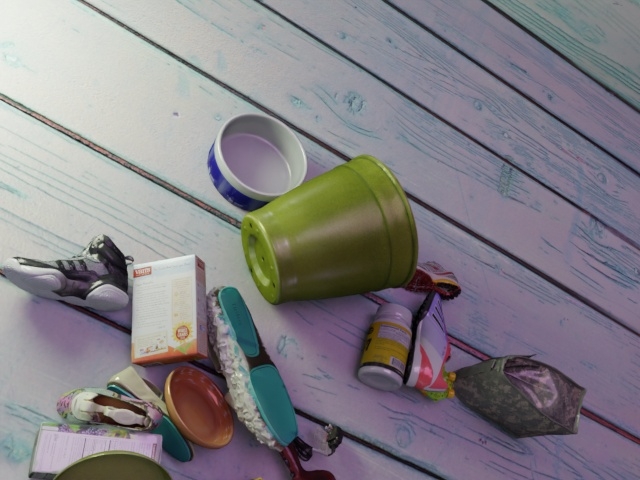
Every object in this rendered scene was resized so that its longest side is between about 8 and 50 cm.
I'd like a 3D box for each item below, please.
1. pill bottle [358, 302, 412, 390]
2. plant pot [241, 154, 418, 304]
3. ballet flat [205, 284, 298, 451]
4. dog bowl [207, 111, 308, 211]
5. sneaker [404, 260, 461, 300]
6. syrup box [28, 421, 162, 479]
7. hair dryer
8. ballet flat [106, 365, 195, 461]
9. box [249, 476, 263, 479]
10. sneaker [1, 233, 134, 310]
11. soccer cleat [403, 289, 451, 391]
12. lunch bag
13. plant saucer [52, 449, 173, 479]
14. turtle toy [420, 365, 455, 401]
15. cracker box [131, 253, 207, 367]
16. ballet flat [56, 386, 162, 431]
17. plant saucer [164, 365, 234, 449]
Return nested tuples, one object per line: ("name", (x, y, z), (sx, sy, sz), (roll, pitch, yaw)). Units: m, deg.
("pill bottle", (0.179, 0.281, 1.669), (0.119, 0.119, 0.209), (28, 55, -15))
("plant pot", (0.000, 0.000, 1.594), (0.352, 0.366, 0.367), (-18, 75, -23))
("ballet flat", (-0.179, 0.300, 1.448), (0.146, 0.147, 0.409), (-11, 65, -33))
("dog bowl", (-0.174, -0.215, 1.728), (0.264, 0.104, 0.265), (13, 60, -24))
("sneaker", (0.310, 0.105, 1.868), (0.225, 0.088, 0.093), (22, 37, -19))
("syrup box", (-0.447, 0.431, 1.254), (0.236, 0.093, 0.096), (13, 60, -23))
("hair dryer", (-0.062, 0.521, 1.435), (0.223, 0.080, 0.294), (27, 37, -12))
("ballet flat", (-0.350, 0.369, 1.355), (0.248, 0.086, 0.086), (45, 53, -2))
("box", (-0.221, 0.586, 1.326), (0.232, 0.058, 0.087), (-9, 72, -34))
("sneaker", (-0.548, 0.054, 1.387), (0.268, 0.101, 0.153), (21, 57, -26))
("soccer cleat", (0.309, 0.276, 1.725), (0.116, 0.109, 0.318), (19, 46, 3))
("lunch bag", (0.533, 0.412, 1.732), (0.287, 0.235, 0.169), (33, 60, -12))
("plant saucer", (-0.402, 0.485, 1.201), (0.240, 0.241, 0.037), (15, 22, -23))
("turtle toy", (0.322, 0.386, 1.730), (0.095, 0.066, 0.130), (12, 56, 3))
("cracker box", (-0.341, 0.159, 1.417), (0.155, 0.067, 0.233), (-10, 68, 10))
("ballet flat", (-0.433, 0.344, 1.270), (0.221, 0.079, 0.077), (11, 78, 0))
("plant saucer", (-0.269, 0.368, 1.368), (0.200, 0.037, 0.200), (48, 15, -17))
